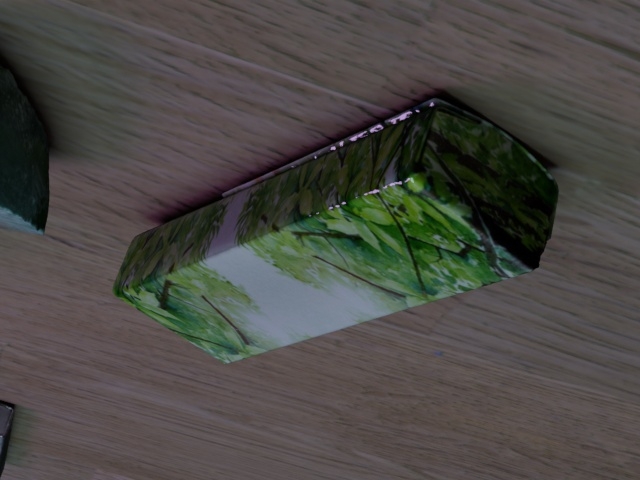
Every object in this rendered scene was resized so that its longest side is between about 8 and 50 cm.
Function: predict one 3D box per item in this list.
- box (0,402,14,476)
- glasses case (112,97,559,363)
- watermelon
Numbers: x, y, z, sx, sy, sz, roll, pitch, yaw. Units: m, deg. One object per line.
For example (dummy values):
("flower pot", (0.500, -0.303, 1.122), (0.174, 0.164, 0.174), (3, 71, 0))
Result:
("box", (-0.331, 0.170, 1.429), (0.115, 0.036, 0.177), (16, 153, -6))
("glasses case", (0.000, 0.000, 0.901), (0.095, 0.062, 0.272), (36, 146, -27))
("watermelon", (-0.268, -0.061, 0.901), (0.241, 0.094, 0.154), (6, 163, 19))
